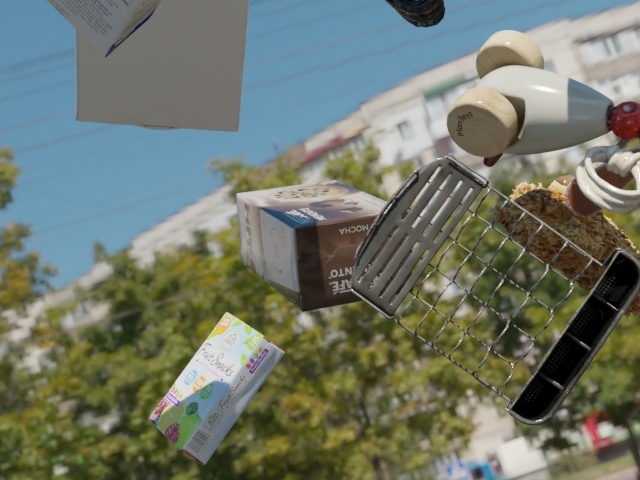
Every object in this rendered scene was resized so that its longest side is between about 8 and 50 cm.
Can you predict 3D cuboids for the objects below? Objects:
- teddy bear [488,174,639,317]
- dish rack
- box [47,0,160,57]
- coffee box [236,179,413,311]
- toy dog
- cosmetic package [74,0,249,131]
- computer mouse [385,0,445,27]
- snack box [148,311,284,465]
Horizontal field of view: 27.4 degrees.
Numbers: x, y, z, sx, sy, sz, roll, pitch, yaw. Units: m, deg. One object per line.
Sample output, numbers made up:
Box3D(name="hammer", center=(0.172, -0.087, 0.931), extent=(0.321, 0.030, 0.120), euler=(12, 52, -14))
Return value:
Box3D(name="teddy bear", center=(0.367, 0.000, 1.791), extent=(0.338, 0.245, 0.113), euler=(33, -78, -34))
Box3D(name="dish rack", center=(0.177, 0.042, 1.397), extent=(0.208, 0.271, 0.074), euler=(-54, -6, -5))
Box3D(name="box", center=(-0.185, -0.249, 1.110), extent=(0.072, 0.126, 0.137), euler=(-49, 5, -36))
Box3D(name="coffee box", center=(0.000, 0.000, 1.877), extent=(0.168, 0.119, 0.297), euler=(-8, 13, -16))
Box3D(name="toy dog", center=(0.304, -0.116, 1.576), extent=(0.220, 0.333, 0.161), euler=(-35, -35, -25))
Box3D(name="cosmetic package", center=(-0.189, -0.328, 1.601), extent=(0.217, 0.156, 0.385), euler=(5, -47, -7))
Box3D(name="computer mouse", center=(0.044, -0.325, 1.079), extent=(0.072, 0.188, 0.272), euler=(-40, -33, -32))
Box3D(name="snack box", center=(-0.109, 0.151, 1.355), extent=(0.141, 0.037, 0.100), euler=(-54, 29, -7))
